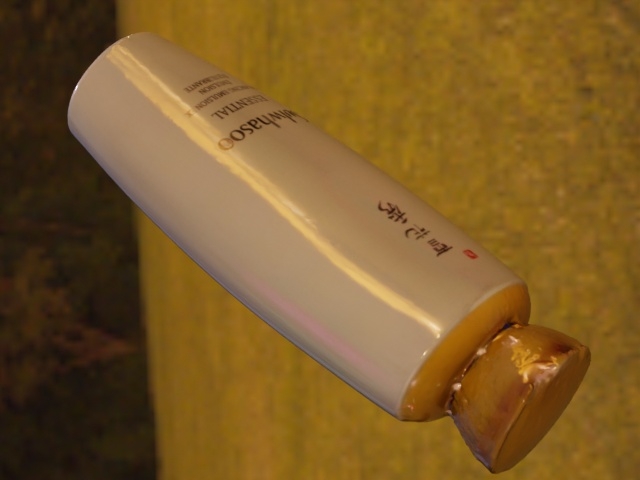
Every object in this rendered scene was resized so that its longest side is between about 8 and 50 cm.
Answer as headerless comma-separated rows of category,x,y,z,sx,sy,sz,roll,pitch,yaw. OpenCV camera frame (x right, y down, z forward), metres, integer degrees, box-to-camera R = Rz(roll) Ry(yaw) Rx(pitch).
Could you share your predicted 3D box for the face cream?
face cream,0.000,0.000,0.594,0.182,0.072,0.051,38,127,21
